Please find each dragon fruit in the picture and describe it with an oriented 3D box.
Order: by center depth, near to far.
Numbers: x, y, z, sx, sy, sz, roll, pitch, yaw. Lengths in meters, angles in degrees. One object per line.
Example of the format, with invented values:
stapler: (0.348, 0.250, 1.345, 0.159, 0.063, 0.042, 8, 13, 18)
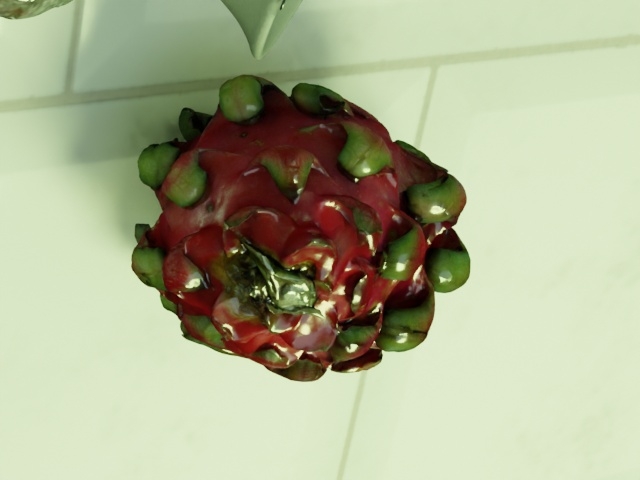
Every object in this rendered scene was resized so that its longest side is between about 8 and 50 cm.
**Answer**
dragon fruit: (0.000, 0.006, 1.156, 0.218, 0.198, 0.273, -34, 141, 25)

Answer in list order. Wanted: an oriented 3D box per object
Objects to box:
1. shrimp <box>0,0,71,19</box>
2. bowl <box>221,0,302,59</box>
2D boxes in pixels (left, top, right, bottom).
shrimp: (-0.248, -0.183, 0.890, 0.343, 0.116, 0.145, 5, 103, -40)
bowl: (-0.014, -0.278, 0.932, 0.157, 0.345, 0.345, 29, 106, 0)
